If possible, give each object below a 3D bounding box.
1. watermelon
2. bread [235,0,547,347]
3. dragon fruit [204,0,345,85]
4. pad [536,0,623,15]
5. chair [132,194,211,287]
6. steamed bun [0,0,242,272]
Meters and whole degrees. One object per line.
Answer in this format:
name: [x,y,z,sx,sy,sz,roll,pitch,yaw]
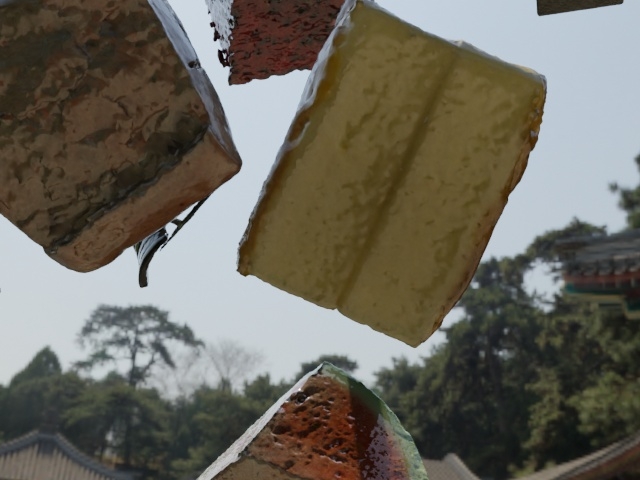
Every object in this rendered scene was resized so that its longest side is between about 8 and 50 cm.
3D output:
watermelon: [-0.013,0.260,0.830,0.260,0.256,0.176,28,-11,12]
bread: [0.073,-0.078,0.786,0.207,0.279,0.279,25,11,2]
dragon fruit: [-0.113,-0.375,1.167,0.240,0.330,0.302,-45,-29,5]
pad: [0.410,-0.476,1.277,0.142,0.212,0.003,-7,13,5]
chair: [-0.228,-0.059,0.921,0.145,0.140,0.221,3,-44,-39]
steamed bun: [-0.135,-0.080,0.445,0.144,0.175,0.106,-31,1,-3]
